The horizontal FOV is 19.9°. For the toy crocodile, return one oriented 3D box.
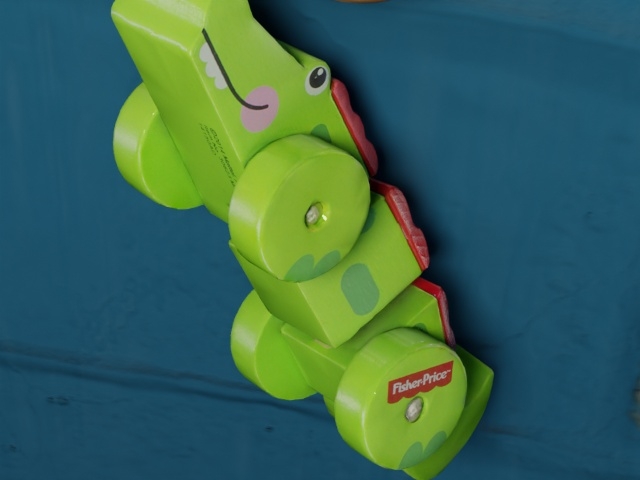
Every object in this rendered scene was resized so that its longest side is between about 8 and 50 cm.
[{"bbox_3d":[0.000,0.000,0.864,0.115,0.105,0.340,27,153,47],"label":"toy crocodile"}]

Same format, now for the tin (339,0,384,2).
[{"bbox_3d":[0.050,-0.147,0.719,0.190,0.040,0.106,-8,141,25],"label":"tin"}]
